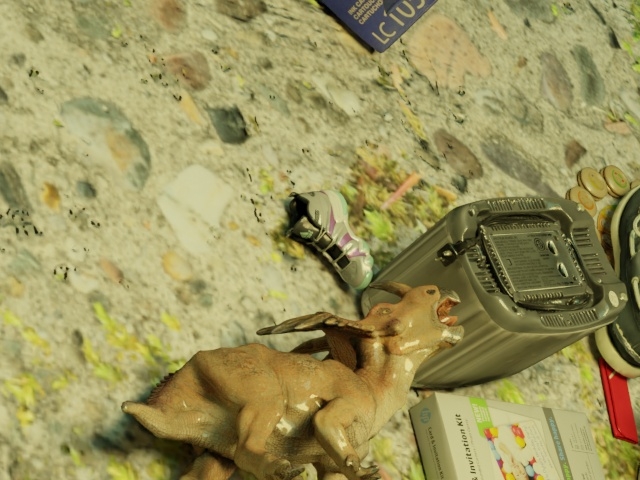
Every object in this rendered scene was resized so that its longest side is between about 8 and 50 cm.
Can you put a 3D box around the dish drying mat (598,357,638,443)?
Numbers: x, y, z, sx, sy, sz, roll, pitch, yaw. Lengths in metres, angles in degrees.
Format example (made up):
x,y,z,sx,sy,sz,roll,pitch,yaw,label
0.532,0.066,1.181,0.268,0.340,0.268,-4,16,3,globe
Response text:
x,y,z,sx,sy,sz,roll,pitch,yaw,label
0.279,0.149,1.777,0.032,0.008,0.083,20,48,-34,dish drying mat

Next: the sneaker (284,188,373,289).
x,y,z,sx,sy,sz,roll,pitch,yaw,label
0.000,0.000,1.599,0.069,0.038,0.098,1,51,-42,sneaker

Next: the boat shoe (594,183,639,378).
x,y,z,sx,sy,sz,roll,pitch,yaw,label
0.327,0.023,1.844,0.095,0.079,0.254,41,41,-12,boat shoe

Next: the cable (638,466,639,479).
x,y,z,sx,sy,sz,roll,pitch,yaw,label
0.407,0.265,1.751,0.257,0.089,0.257,1,61,-45,cable

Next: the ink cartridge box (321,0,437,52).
x,y,z,sx,sy,sz,roll,pitch,yaw,label
0.125,-0.359,1.807,0.151,0.270,0.395,42,40,-7,ink cartridge box

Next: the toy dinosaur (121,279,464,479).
x,y,z,sx,sy,sz,roll,pitch,yaw,label
-0.034,0.117,1.416,0.296,0.127,0.200,5,49,-27,toy dinosaur

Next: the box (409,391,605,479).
x,y,z,sx,sy,sz,roll,pitch,yaw,label
0.169,0.207,1.602,0.186,0.038,0.145,11,54,-38,box

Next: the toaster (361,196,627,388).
x,y,z,sx,sy,sz,roll,pitch,yaw,label
0.139,0.048,1.607,0.227,0.146,0.129,-5,64,-47,toaster

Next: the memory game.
x,y,z,sx,sy,sz,roll,pitch,yaw,label
0.319,0.003,1.924,0.186,0.012,0.186,25,47,-29,memory game
